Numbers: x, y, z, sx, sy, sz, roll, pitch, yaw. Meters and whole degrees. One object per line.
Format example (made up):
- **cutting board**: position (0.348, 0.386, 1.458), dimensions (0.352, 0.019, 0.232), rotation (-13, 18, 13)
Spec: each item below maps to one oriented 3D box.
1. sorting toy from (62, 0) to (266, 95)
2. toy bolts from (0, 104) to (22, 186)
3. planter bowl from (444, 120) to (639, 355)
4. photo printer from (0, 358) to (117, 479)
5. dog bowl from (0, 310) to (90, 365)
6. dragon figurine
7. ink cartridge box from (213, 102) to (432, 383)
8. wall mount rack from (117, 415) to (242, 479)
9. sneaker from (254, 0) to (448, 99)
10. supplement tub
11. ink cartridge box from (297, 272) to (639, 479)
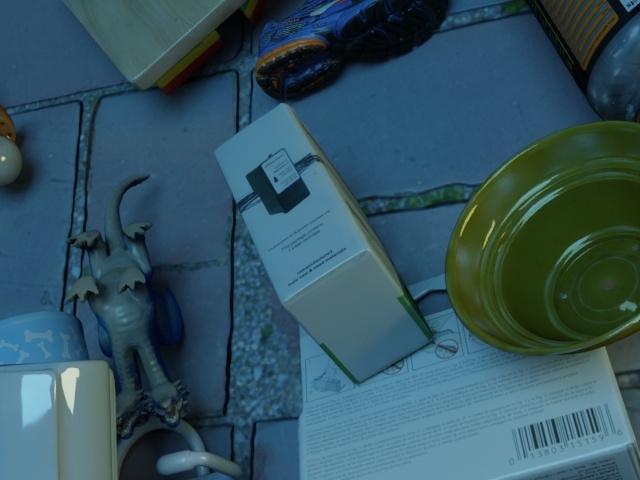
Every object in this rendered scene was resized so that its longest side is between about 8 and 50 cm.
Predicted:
- **sorting toy**: position (-0.159, -0.315, 1.169), dimensions (0.255, 0.089, 0.257), rotation (-41, 60, 1)
- **toy bolts**: position (-0.462, -0.072, 1.137), dimensions (0.158, 0.218, 0.228), rotation (41, 104, 25)
- **planter bowl**: position (0.216, 0.016, 0.827), dimensions (0.217, 0.090, 0.217), rotation (-25, 43, 26)
- **photo printer**: position (-0.279, 0.250, 0.798), dimensions (0.256, 0.107, 0.307), rotation (-4, 85, 18)
- **dog bowl**: position (-0.327, 0.182, 0.967), dimensions (0.297, 0.166, 0.074), rotation (-42, 67, 21)
- **dragon figurine**: position (-0.187, 0.061, 1.013), dimensions (0.085, 0.144, 0.289), rotation (-14, 38, -3)
- **ink cartridge box**: position (0.000, 0.000, 0.919), dimensions (0.087, 0.153, 0.208), rotation (-32, 47, 6)
- **wall mount rack**: position (-0.205, 0.324, 0.900), dimensions (0.304, 0.130, 0.350), rotation (-18, 62, 17)
- **sneaker**: position (0.027, -0.232, 1.070), dimensions (0.221, 0.083, 0.087), rotation (-21, 55, 9)
- **supplement tub**: position (0.283, -0.230, 0.901), dimensions (0.194, 0.193, 0.316), rotation (-27, 62, 9)
- **ink cartridge box**: position (0.113, 0.133, 0.896), dimensions (0.275, 0.060, 0.238), rotation (-19, 38, 14)
